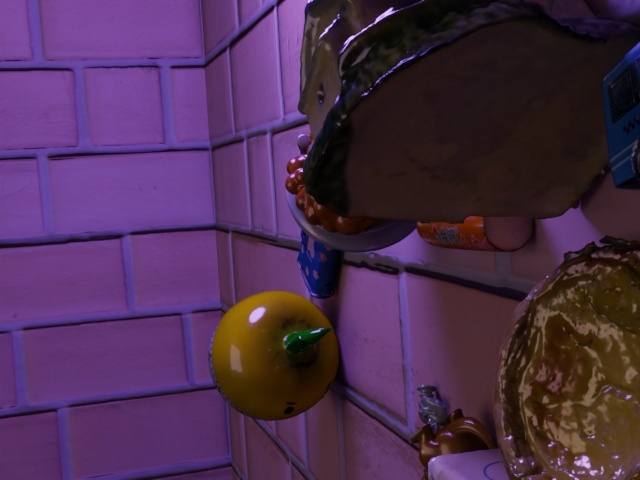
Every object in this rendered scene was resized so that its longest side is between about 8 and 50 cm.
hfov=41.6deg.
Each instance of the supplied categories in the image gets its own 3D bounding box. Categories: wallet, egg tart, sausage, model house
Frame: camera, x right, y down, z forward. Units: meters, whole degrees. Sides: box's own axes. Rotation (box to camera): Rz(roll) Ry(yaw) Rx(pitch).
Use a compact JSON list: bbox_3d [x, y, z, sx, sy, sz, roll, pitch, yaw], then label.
[{"bbox_3d":[-0.001,0.000,1.691,0.141,0.059,0.202,-113,25,-51],"label":"wallet"},{"bbox_3d":[0.263,0.138,0.770,0.279,0.095,0.279,-36,47,52],"label":"egg tart"},{"bbox_3d":[0.182,-0.023,1.074,0.234,0.071,0.071,-178,83,-73],"label":"sausage"},{"bbox_3d":[0.131,-0.187,0.819,0.261,0.321,0.266,115,148,-46],"label":"model house"}]

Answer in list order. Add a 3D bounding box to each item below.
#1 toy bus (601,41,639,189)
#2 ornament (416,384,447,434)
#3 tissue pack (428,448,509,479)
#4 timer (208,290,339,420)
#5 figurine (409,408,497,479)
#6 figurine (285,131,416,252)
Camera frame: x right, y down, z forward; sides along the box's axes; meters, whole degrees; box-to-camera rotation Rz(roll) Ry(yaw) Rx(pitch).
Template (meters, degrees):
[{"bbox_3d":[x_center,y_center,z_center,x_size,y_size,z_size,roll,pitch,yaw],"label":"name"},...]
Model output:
[{"bbox_3d":[0.305,-0.121,0.581,0.246,0.113,0.134,124,144,-66],"label":"toy bus"},{"bbox_3d":[0.165,0.263,1.258,0.092,0.041,0.068,-101,21,-50],"label":"ornament"},{"bbox_3d":[0.219,0.291,0.907,0.196,0.148,0.092,-172,80,-72],"label":"tissue pack"},{"bbox_3d":[-0.073,0.217,1.672,0.285,0.285,0.285,175,90,-73],"label":"timer"},{"bbox_3d":[0.203,0.298,1.061,0.176,0.121,0.122,64,148,9],"label":"figurine"},{"bbox_3d":[0.105,-0.153,1.156,0.382,0.205,0.225,-54,36,36],"label":"figurine"}]
